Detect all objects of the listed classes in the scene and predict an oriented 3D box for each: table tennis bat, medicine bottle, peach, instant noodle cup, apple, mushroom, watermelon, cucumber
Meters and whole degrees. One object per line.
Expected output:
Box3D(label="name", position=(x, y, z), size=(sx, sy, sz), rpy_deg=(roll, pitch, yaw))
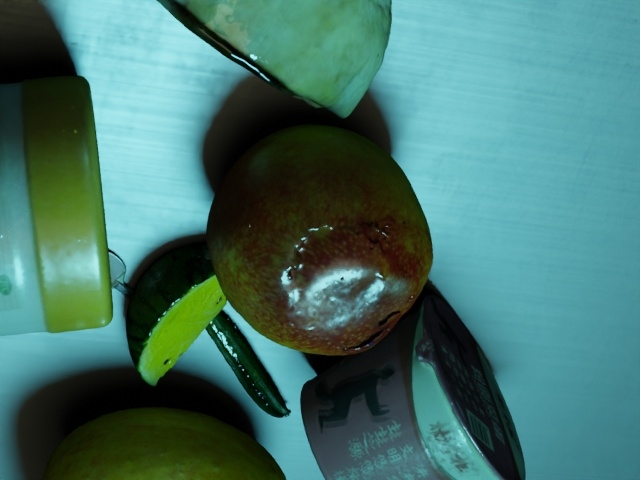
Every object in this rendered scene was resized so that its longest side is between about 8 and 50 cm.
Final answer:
Box3D(label="table tennis bat", position=(-0.225, 0.039, 1.551), size=(0.050, 0.007, 0.083), rpy_deg=(-41, 120, 13))
Box3D(label="medicine bottle", position=(-0.316, -0.026, 1.347), size=(0.232, 0.238, 0.238), rpy_deg=(-6, 123, -9))
Box3D(label="peach", position=(0.000, 0.000, 1.451), size=(0.231, 0.231, 0.231), rpy_deg=(-6, 123, -10))
Box3D(label="instant noodle cup", position=(0.098, 0.199, 1.614), size=(0.178, 0.234, 0.235), rpy_deg=(-27, 125, 17))
Box3D(label="apple", position=(-0.176, 0.331, 1.589), size=(0.275, 0.299, 0.299), rpy_deg=(13, 119, -5))
Box3D(label="mushroom", position=(-0.034, -0.231, 1.317), size=(0.267, 0.189, 0.164), rpy_deg=(34, 95, -27))
Box3D(label="watermelon", position=(-0.150, 0.074, 1.537), size=(0.092, 0.075, 0.181), rpy_deg=(40, 100, -19))
Box3D(label="cucumber", position=(-0.084, 0.141, 1.633), size=(0.033, 0.036, 0.184), rpy_deg=(-21, 124, 13))
